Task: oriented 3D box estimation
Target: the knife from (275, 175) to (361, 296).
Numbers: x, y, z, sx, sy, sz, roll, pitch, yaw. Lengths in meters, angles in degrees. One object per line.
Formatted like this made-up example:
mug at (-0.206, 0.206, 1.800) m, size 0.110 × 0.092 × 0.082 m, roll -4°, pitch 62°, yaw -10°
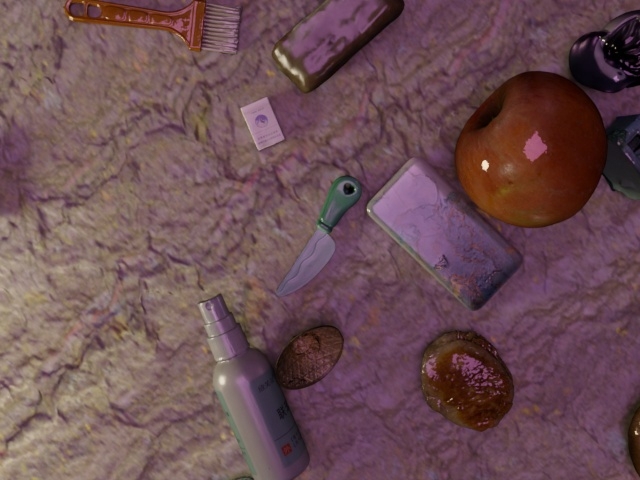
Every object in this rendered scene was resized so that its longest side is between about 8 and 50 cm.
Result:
knife at (0.002, 0.000, 1.192) m, size 0.063 × 0.034 × 0.260 m, roll 27°, pitch 102°, yaw -10°

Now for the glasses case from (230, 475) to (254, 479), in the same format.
glasses case at (-0.247, 0.549, 1.197) m, size 0.328 × 0.125 × 0.076 m, roll -35°, pitch 104°, yaw 3°

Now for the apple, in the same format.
apple at (0.356, -0.146, 1.081) m, size 0.254 × 0.253 × 0.253 m, roll 0°, pitch 96°, yaw -1°

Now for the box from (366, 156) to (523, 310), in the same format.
box at (0.226, -0.011, 1.184) m, size 0.285 × 0.044 × 0.142 m, roll 43°, pitch 90°, yaw -5°

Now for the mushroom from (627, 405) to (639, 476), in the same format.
mushroom at (0.626, 0.373, 1.214) m, size 0.094 × 0.072 × 0.209 m, roll -10°, pitch 93°, yaw -1°

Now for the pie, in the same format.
pie at (0.271, 0.263, 1.198) m, size 0.163 × 0.079 × 0.193 m, roll -44°, pitch 94°, yaw 8°

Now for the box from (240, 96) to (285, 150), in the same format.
box at (-0.103, -0.209, 1.167) m, size 0.054 × 0.024 × 0.083 m, roll -22°, pitch 97°, yaw 4°

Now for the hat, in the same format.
hat at (-0.035, 0.197, 1.197) m, size 0.146 × 0.067 × 0.145 m, roll -20°, pitch 131°, yaw -25°

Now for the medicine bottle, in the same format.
medicine bottle at (-0.132, 0.264, 1.174) m, size 0.110 × 0.110 × 0.351 m, roll -22°, pitch 96°, yaw 2°

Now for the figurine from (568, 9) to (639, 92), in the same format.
figurine at (0.535, -0.340, 1.113) m, size 0.222 × 0.145 × 0.145 m, roll -36°, pitch 96°, yaw -6°

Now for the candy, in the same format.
candy at (0.027, -0.360, 1.113) m, size 0.234 × 0.102 × 0.104 m, roll -41°, pitch 95°, yaw 6°

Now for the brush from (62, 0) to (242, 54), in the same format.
brush at (-0.298, -0.392, 1.149) m, size 0.315 × 0.017 × 0.090 m, roll 7°, pitch 96°, yaw -1°

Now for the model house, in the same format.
model house at (0.568, -0.169, 1.140) m, size 0.149 × 0.119 × 0.148 m, roll -44°, pitch 95°, yaw -4°
